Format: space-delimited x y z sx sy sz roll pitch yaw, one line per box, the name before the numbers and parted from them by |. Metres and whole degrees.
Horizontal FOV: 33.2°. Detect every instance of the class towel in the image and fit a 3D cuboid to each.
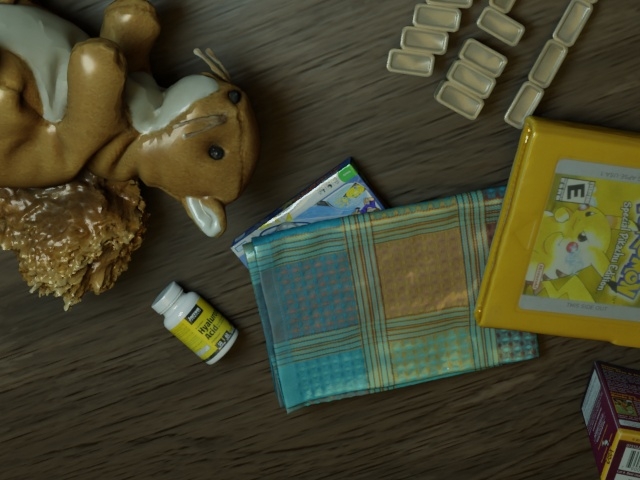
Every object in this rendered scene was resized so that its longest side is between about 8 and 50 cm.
towel | 0.100 0.081 1.428 0.370 0.040 0.271 -11 116 0

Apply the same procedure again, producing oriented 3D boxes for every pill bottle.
pill bottle | -0.175 0.112 1.481 0.116 0.065 0.065 42 108 -12

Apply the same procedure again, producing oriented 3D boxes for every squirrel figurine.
squirrel figurine | -0.275 -0.115 1.330 0.370 0.281 0.397 20 126 -15

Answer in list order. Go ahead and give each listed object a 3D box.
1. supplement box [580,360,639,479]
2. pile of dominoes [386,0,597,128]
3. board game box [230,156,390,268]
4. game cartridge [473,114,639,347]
supplement box | 0.418 0.247 1.424 0.104 0.188 0.081 12 113 -1
pile of dominoes | 0.218 -0.277 1.328 0.196 0.040 0.251 28 103 -6
board game box | 0.000 0.000 1.440 0.201 0.035 0.136 -35 106 15
game cartridge | 0.384 0.001 1.379 0.324 0.052 0.285 8 112 -8
